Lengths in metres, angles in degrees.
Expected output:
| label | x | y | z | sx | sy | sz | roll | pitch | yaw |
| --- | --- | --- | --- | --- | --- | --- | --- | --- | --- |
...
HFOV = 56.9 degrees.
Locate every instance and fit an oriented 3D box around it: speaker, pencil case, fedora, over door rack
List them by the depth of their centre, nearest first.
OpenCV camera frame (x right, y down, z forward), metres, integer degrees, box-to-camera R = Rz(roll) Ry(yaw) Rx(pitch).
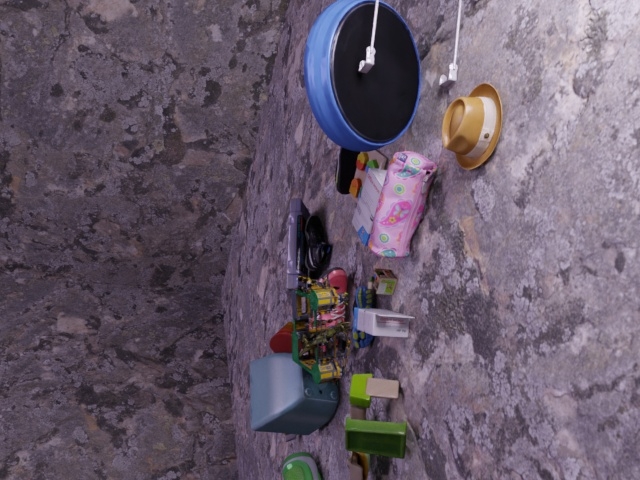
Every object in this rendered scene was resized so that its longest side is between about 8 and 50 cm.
| label | x | y | z | sx | sy | sz | roll | pitch | yaw |
| --- | --- | --- | --- | --- | --- | --- | --- | --- | --- |
| fedora | 0.323 | -0.255 | 1.309 | 0.194 | 0.079 | 0.194 | -175 | 90 | -72 |
| over door rack | 0.242 | -0.546 | 1.397 | 0.108 | 0.240 | 0.324 | -139 | 57 | -75 |
| pencil case | 0.212 | -0.090 | 1.532 | 0.124 | 0.124 | 0.284 | -118 | 39 | -59 |
| speaker | -0.051 | 0.880 | 2.010 | 0.296 | 0.131 | 0.131 | -109 | 30 | -52 |

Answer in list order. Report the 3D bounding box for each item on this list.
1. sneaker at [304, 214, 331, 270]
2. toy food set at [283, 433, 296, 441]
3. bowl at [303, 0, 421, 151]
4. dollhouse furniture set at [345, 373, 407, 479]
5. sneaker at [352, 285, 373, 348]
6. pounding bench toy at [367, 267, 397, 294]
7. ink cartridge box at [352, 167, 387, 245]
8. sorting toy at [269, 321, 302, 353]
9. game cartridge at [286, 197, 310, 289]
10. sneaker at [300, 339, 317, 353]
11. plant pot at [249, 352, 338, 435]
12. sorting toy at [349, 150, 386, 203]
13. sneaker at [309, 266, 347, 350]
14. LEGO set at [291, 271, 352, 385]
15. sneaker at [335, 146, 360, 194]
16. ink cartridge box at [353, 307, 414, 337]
| label | x | y | z | sx | sy | sz | roll | pitch | yaw |
| --- | --- | --- | --- | --- | --- | --- | --- | --- | --- |
| sneaker | 0.000 | 0.000 | 2.230 | 0.121 | 0.079 | 0.216 | -21 | 65 | 58 |
| toy food set | -0.101 | 0.713 | 2.313 | 0.232 | 0.105 | 0.111 | 93 | 160 | -63 |
| bowl | 0.123 | -0.424 | 1.520 | 0.077 | 0.391 | 0.390 | 6 | 91 | 46 |
| dollhouse furniture set | 0.154 | 0.536 | 1.599 | 0.197 | 0.151 | 0.301 | -75 | -15 | -55 |
| sneaker | 0.130 | 0.232 | 1.786 | 0.078 | 0.067 | 0.188 | 73 | -162 | -82 |
| pounding bench toy | 0.163 | 0.113 | 1.667 | 0.065 | 0.083 | 0.052 | -120 | 40 | -60 |
| ink cartridge box | 0.167 | -0.096 | 1.722 | 0.139 | 0.082 | 0.190 | -112 | 34 | -54 |
| sorting toy | -0.112 | 0.453 | 2.294 | 0.126 | 0.127 | 0.365 | -80 | -13 | -53 |
| game cartridge | -0.081 | 0.033 | 2.324 | 0.230 | 0.068 | 0.354 | 71 | -160 | -76 |
| sneaker | -0.028 | 0.373 | 2.193 | 0.208 | 0.082 | 0.094 | 129 | 136 | -70 |
| plant pot | -0.072 | 0.508 | 2.031 | 0.252 | 0.248 | 0.247 | -38 | 47 | 42 |
| sorting toy | 0.144 | -0.201 | 1.895 | 0.208 | 0.038 | 0.192 | -121 | 40 | -61 |
| sneaker | 0.050 | 0.239 | 1.981 | 0.136 | 0.116 | 0.313 | 45 | 131 | 49 |
| LEGO set | 0.037 | 0.264 | 1.805 | 0.255 | 0.192 | 0.331 | -7 | 88 | 64 |
| sneaker | 0.085 | -0.272 | 2.022 | 0.097 | 0.084 | 0.234 | -120 | 39 | -62 |
| ink cartridge box | 0.168 | 0.221 | 1.587 | 0.180 | 0.104 | 0.060 | -179 | 95 | -72 |
